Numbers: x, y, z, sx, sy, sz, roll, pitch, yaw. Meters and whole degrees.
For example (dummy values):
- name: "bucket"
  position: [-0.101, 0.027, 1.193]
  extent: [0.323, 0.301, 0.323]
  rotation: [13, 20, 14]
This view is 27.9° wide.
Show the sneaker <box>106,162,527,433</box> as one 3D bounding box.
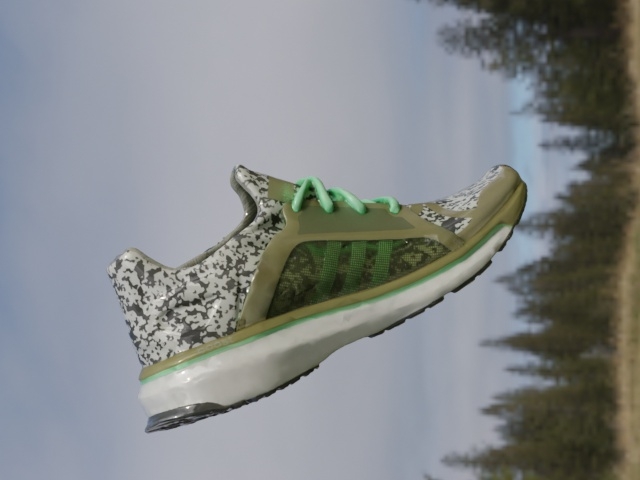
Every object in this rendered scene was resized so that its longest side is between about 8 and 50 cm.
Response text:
- name: "sneaker"
  position: [0.000, 0.000, 1.098]
  extent: [0.182, 0.410, 0.158]
  rotation: [63, 156, -2]
